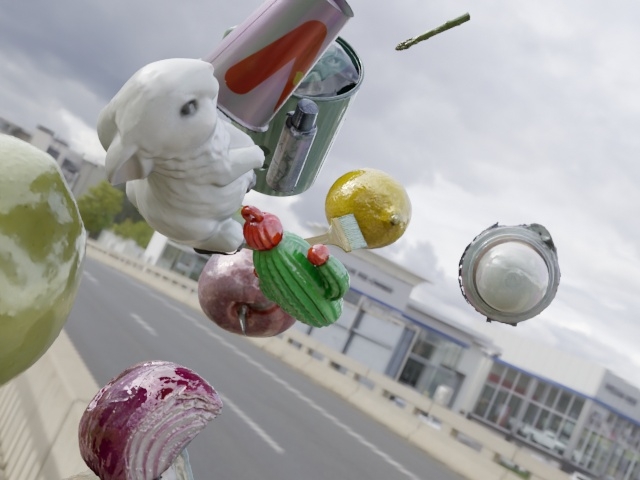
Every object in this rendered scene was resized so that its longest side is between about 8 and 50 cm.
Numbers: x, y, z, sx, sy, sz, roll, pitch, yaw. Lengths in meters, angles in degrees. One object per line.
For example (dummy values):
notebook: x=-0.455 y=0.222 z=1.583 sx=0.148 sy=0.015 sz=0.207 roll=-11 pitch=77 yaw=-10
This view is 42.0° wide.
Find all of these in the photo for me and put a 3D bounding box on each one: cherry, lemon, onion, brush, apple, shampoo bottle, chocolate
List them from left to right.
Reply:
apple: x=-0.616 y=0.036 z=1.376 sx=0.473 sy=0.474 sz=0.473 roll=25 pitch=-5 yaw=2
onion: x=-0.338 y=0.302 z=1.492 sx=0.247 sy=0.250 sz=0.111 roll=29 pitch=-21 yaw=37
cherry: x=-0.149 y=0.106 z=1.835 sx=0.236 sy=0.286 sz=0.213 roll=21 pitch=-47 yaw=-15
shampoo bottle: x=-0.054 y=-0.191 z=1.677 sx=0.072 sy=0.072 sz=0.214 roll=25 pitch=-45 yaw=1
brush: x=0.000 y=0.000 z=1.760 sx=0.205 sy=0.083 sz=0.011 roll=-15 pitch=-18 yaw=-29
lemon: x=0.109 y=-0.072 z=1.905 sx=0.186 sy=0.187 sz=0.244 roll=30 pitch=-3 yaw=-42
chocolate: x=0.376 y=0.067 z=1.607 sx=0.221 sy=0.221 sz=0.147 roll=25 pitch=2 yaw=1

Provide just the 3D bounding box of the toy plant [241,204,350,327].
toy plant: x=-0.031 y=0.042 z=1.181 sx=0.154 sy=0.088 sz=0.240 roll=20 pitch=-30 yaw=15

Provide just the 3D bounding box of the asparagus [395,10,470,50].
asparagus: x=0.151 y=-0.283 z=1.137 sx=0.114 sy=0.014 sz=0.015 roll=-19 pitch=-10 yaw=23

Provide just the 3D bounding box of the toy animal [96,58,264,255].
toy animal: x=-0.219 y=-0.128 z=1.251 sx=0.257 sy=0.194 sz=0.357 roll=-9 pitch=-28 yaw=8

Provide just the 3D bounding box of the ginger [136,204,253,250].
ginger: x=-0.208 y=-0.044 z=1.554 sx=0.289 sy=0.137 sz=0.089 roll=26 pitch=-45 yaw=11

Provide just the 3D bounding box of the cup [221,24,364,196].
cup: x=-0.092 y=-0.369 z=2.164 sx=0.310 sy=0.401 sz=0.392 roll=1 pitch=-40 yaw=-19

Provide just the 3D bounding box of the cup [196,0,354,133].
cup: x=-0.081 y=-0.372 z=1.597 sx=0.203 sy=0.288 sz=0.203 roll=37 pitch=25 yaw=-21

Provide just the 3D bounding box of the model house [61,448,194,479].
model house: x=-0.369 y=0.652 z=1.677 sx=0.394 sy=0.446 sz=0.400 roll=-18 pitch=-2 yaw=33
